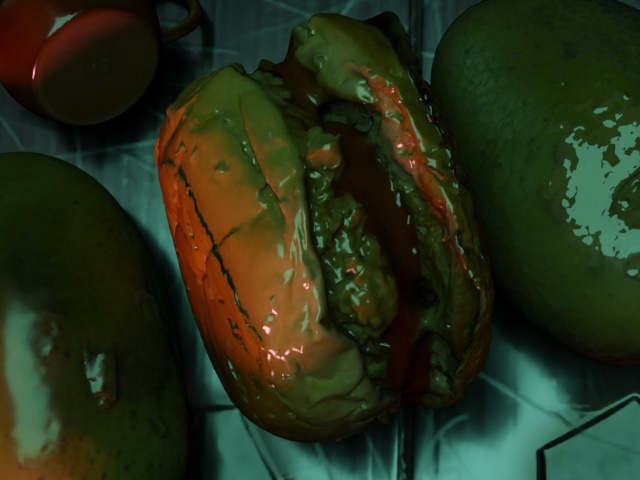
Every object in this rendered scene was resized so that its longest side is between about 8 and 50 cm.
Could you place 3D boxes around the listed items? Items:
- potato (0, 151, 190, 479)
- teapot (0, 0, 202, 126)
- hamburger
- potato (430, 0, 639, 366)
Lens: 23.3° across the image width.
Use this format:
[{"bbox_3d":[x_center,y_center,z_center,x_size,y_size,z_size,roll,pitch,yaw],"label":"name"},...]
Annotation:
[{"bbox_3d":[-0.163,0.057,0.922,0.160,0.111,0.271,-9,65,-10],"label":"potato"},{"bbox_3d":[-0.161,-0.140,1.009,0.173,0.116,0.116,-17,71,-23],"label":"teapot"},{"bbox_3d":[0.000,0.000,0.872,0.163,0.244,0.244,-14,73,-4],"label":"hamburger"},{"bbox_3d":[0.156,-0.047,0.894,0.174,0.159,0.251,-24,61,-27],"label":"potato"}]
